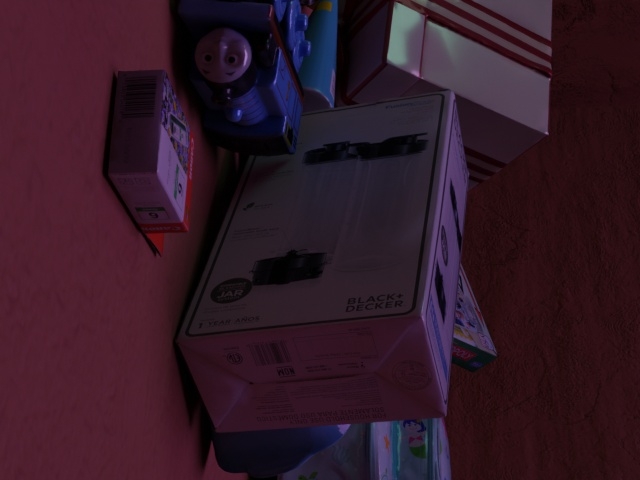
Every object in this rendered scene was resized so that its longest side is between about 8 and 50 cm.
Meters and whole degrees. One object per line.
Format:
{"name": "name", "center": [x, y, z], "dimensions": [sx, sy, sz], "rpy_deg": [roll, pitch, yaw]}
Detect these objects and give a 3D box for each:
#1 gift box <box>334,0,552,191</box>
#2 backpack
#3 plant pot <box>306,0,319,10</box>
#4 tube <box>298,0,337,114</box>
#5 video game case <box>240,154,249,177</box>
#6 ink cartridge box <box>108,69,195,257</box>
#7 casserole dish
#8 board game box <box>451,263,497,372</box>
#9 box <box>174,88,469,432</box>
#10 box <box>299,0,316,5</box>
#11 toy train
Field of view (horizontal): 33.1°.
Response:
{"name": "gift box", "center": [0.099, -0.195, 1.306], "dimensions": [0.276, 0.258, 0.255], "rpy_deg": [-41, -146, 48]}
{"name": "backpack", "center": [0.033, 0.240, 1.059], "dimensions": [0.253, 0.191, 0.225], "rpy_deg": [76, 14, -45]}
{"name": "plant pot", "center": [0.017, -0.353, 1.471], "dimensions": [0.081, 0.083, 0.081], "rpy_deg": [-83, 171, -56]}
{"name": "tube", "center": [-0.008, -0.168, 0.992], "dimensions": [0.080, 0.052, 0.207], "rpy_deg": [-52, -162, 32]}
{"name": "video game case", "center": [-0.041, -0.032, 1.058], "dimensions": [0.248, 0.035, 0.274], "rpy_deg": [74, 16, -68]}
{"name": "ink cartridge box", "center": [-0.089, -0.040, 0.606], "dimensions": [0.115, 0.029, 0.062], "rpy_deg": [75, 14, -66]}
{"name": "casserole dish", "center": [-0.030, 0.096, 0.811], "dimensions": [0.188, 0.114, 0.037], "rpy_deg": [-84, 151, -54]}
{"name": "board game box", "center": [0.104, 0.004, 1.390], "dimensions": [0.213, 0.046, 0.317], "rpy_deg": [26, 36, -45]}
{"name": "box", "center": [0.018, 0.004, 0.798], "dimensions": [0.290, 0.169, 0.087], "rpy_deg": [-77, 154, -52]}
{"name": "box", "center": [-0.031, -0.390, 1.077], "dimensions": [0.295, 0.073, 0.293], "rpy_deg": [-68, 156, -74]}
{"name": "toy train", "center": [-0.052, -0.129, 0.774], "dimensions": [0.184, 0.080, 0.105], "rpy_deg": [65, 30, -76]}
